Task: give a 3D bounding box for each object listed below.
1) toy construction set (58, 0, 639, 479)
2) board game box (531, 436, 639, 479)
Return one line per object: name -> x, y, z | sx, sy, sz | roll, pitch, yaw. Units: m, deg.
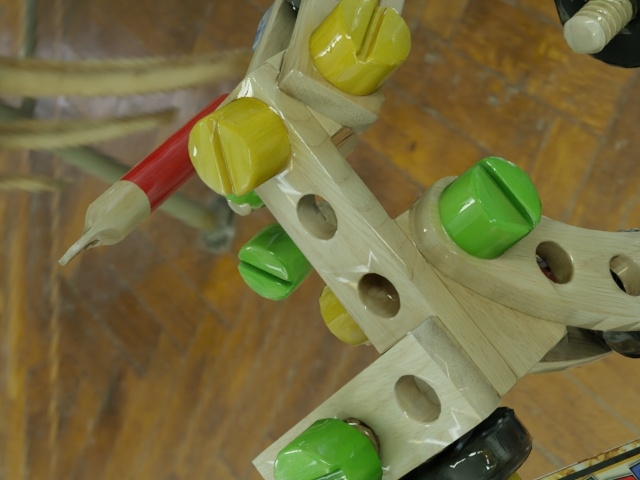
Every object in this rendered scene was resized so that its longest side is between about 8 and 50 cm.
toy construction set -> 0.000, 0.000, 0.677 | 0.309, 0.257, 0.237 | -5, 30, 44
board game box -> 0.205, 0.195, 0.966 | 0.147, 0.193, 0.045 | 60, 152, 28
